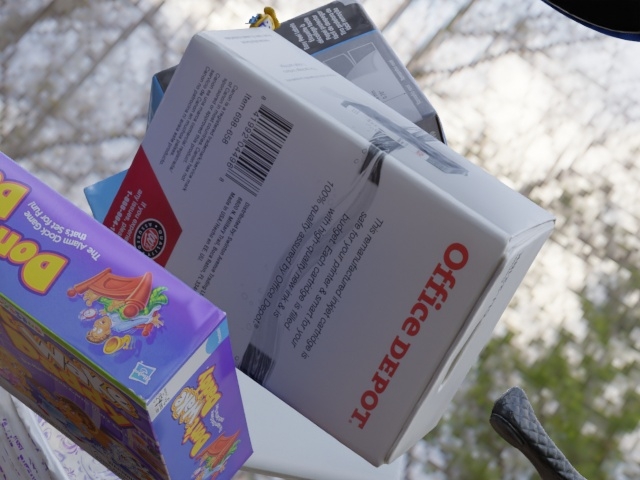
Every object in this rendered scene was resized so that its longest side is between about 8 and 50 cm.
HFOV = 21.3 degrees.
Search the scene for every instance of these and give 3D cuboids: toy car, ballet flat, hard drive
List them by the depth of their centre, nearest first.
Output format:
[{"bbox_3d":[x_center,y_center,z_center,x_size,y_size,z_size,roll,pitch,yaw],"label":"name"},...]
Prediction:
[{"bbox_3d":[-0.043,-0.219,1.459,0.060,0.040,0.122,20,-43,33],"label":"toy car"},{"bbox_3d":[0.242,0.221,1.756,0.173,0.049,0.057,47,-20,-18],"label":"ballet flat"},{"bbox_3d":[-0.063,0.157,2.002,0.353,0.233,0.047,13,-16,-17],"label":"hard drive"}]

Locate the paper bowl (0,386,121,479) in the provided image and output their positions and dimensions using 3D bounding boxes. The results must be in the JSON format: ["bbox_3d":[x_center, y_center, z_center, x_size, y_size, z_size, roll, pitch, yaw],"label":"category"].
[{"bbox_3d":[-0.248,0.267,1.533,0.284,0.148,0.284,54,-2,3],"label":"paper bowl"}]

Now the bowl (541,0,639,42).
[{"bbox_3d":[0.171,-0.308,1.293,0.391,0.077,0.391,44,-11,11],"label":"bowl"}]

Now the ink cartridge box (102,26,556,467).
[{"bbox_3d":[0.000,0.000,1.216,0.273,0.114,0.197,35,-68,17],"label":"ink cartridge box"}]

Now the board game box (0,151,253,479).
[{"bbox_3d":[-0.210,0.033,1.173,0.347,0.078,0.233,34,-22,19],"label":"board game box"}]

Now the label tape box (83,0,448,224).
[{"bbox_3d":[-0.068,-0.085,1.651,0.240,0.334,0.106,-119,-172,-49],"label":"label tape box"}]
